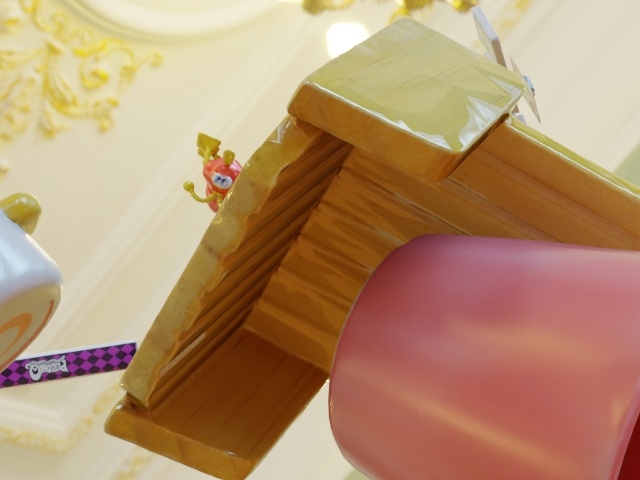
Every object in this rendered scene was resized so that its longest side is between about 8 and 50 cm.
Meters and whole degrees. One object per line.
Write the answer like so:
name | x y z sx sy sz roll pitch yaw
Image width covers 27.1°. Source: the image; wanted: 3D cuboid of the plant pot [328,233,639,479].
plant pot | 0.158 0.117 0.973 0.275 0.243 0.275 -27 -55 -46

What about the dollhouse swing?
dollhouse swing | 0.076 0.062 1.050 0.347 0.305 0.315 -57 -7 29

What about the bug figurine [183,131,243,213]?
bug figurine | 0.000 0.000 1.262 0.216 0.279 0.072 91 -159 -69

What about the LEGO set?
LEGO set | 0.218 -0.129 1.510 0.060 0.244 0.182 -22 -48 2

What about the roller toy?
roller toy | -0.364 0.051 1.308 0.209 0.146 0.191 -51 -11 22

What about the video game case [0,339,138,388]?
video game case | -0.365 0.171 1.802 0.232 0.042 0.210 -8 -3 -11
